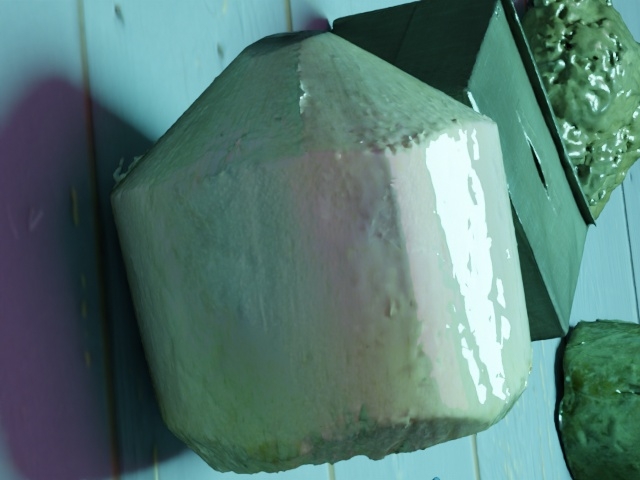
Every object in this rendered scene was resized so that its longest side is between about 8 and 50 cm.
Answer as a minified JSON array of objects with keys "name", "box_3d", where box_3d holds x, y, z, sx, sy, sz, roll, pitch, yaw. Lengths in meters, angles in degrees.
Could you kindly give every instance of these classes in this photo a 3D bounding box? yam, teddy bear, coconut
[{"name":"yam","box_3d":[0.400,0.173,1.692,0.195,0.300,0.195,1,90,-68]},{"name":"teddy bear","box_3d":[0.250,-0.146,1.646,0.256,0.156,0.267,16,69,-61]},{"name":"coconut","box_3d":[0.000,0.000,0.988,0.239,0.239,0.244,-10,90,-65]}]

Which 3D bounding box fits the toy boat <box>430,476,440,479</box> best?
[{"name":"toy boat","box_3d":[0.114,0.244,1.321,0.059,0.066,0.140,-67,141,-54]}]

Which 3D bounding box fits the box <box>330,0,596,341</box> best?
[{"name":"box","box_3d":[0.099,-0.049,1.292,0.231,0.155,0.149,65,29,-31]}]
